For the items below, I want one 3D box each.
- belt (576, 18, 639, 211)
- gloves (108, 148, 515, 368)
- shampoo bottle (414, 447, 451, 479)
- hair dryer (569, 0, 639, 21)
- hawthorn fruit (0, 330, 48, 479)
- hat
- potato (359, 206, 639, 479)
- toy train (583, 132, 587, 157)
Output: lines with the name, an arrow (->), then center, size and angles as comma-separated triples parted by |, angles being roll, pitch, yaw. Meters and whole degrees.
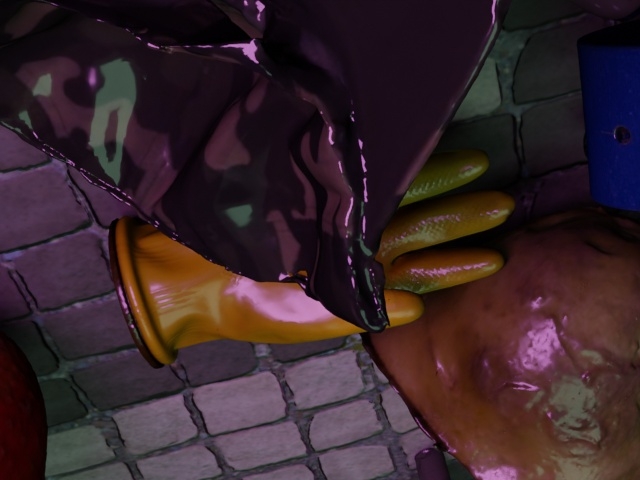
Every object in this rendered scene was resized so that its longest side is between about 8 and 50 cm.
belt -> 0.341, -0.100, 0.928 | 0.347, 0.212, 0.117 | -10, 102, -5
gloves -> 0.000, -0.001, 1.065 | 0.295, 0.116, 0.133 | -16, 107, 5
shampoo bottle -> 0.127, 0.284, 1.413 | 0.040, 0.165, 0.080 | 1, 138, -17
hair dryer -> 0.180, -0.202, 0.867 | 0.167, 0.067, 0.199 | 30, 169, -20
hawthorn fruit -> -0.336, 0.191, 1.061 | 0.265, 0.307, 0.265 | -3, 142, -2
hat -> -0.047, -0.150, 0.826 | 0.366, 0.257, 0.381 | 35, 106, -4
potato -> 0.220, 0.098, 1.167 | 0.237, 0.301, 0.289 | -45, 166, 12
toy train -> 0.305, -0.095, 1.085 | 0.200, 0.083, 0.132 | 0, 128, -16
